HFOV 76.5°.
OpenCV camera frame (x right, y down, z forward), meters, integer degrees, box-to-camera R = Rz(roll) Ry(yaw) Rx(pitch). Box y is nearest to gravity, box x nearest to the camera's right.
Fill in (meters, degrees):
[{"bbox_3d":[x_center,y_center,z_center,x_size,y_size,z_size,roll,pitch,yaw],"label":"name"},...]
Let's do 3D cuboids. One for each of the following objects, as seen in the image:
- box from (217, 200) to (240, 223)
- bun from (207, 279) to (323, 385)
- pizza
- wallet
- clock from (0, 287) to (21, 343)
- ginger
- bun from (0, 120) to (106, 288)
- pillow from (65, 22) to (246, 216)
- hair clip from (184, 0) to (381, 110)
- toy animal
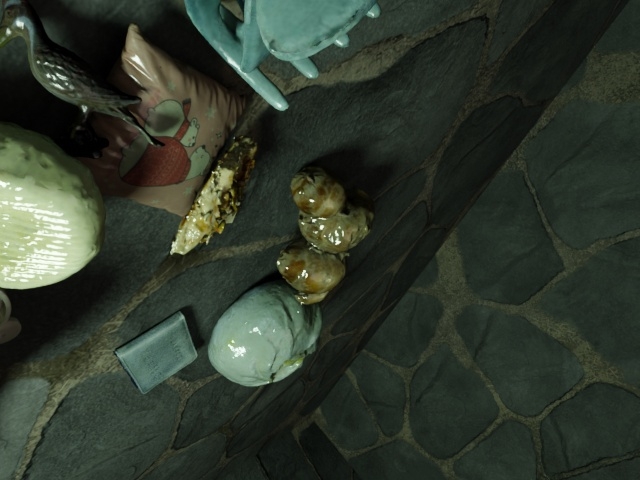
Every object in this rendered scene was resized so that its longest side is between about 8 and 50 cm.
[{"bbox_3d":[-0.203,-0.058,0.798,0.083,0.024,0.053,-12,138,-53],"label":"box"},{"bbox_3d":[-0.139,0.278,1.170,0.362,0.211,0.361,-36,154,-21],"label":"bun"},{"bbox_3d":[-0.156,-0.077,0.660,0.147,0.069,0.226,-48,-162,39],"label":"pizza"},{"bbox_3d":[-0.385,0.274,0.980,0.167,0.036,0.222,-32,151,-30],"label":"wallet"},{"bbox_3d":[-0.493,0.088,0.513,0.156,0.063,0.229,-42,152,-5],"label":"clock"},{"bbox_3d":[0.000,0.000,1.008,0.256,0.176,0.375,-9,125,-46],"label":"ginger"},{"bbox_3d":[-0.345,-0.046,0.451,0.223,0.127,0.222,-6,138,-6],"label":"bun"},{"bbox_3d":[-0.223,-0.144,0.568,0.236,0.084,0.223,-56,153,15],"label":"pillow"},{"bbox_3d":[-0.010,-0.330,0.423,0.318,0.392,0.238,-47,-178,-2],"label":"hair clip"},{"bbox_3d":[-0.266,-0.169,0.436,0.105,0.070,0.202,-33,119,-10],"label":"toy animal"}]
